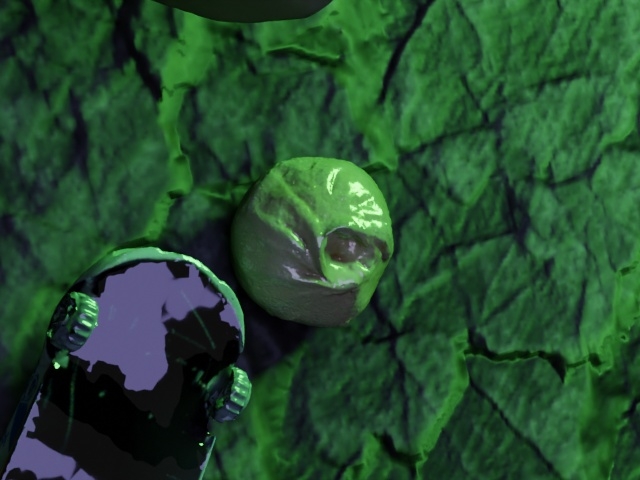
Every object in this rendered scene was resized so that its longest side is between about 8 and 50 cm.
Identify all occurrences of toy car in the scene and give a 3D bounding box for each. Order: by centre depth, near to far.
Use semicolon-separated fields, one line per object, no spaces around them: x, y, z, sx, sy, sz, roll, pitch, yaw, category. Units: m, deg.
-0.099;0.101;0.657;0.095;0.056;0.205;28;73;-24;toy car

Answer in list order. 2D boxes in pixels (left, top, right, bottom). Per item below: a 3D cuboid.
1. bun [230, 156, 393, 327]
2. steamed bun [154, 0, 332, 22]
0.000;0.000;0.710;0.086;0.055;0.086;0;89;-26;bun
-0.106;-0.318;0.534;0.456;0.290;0.371;43;74;-30;steamed bun
